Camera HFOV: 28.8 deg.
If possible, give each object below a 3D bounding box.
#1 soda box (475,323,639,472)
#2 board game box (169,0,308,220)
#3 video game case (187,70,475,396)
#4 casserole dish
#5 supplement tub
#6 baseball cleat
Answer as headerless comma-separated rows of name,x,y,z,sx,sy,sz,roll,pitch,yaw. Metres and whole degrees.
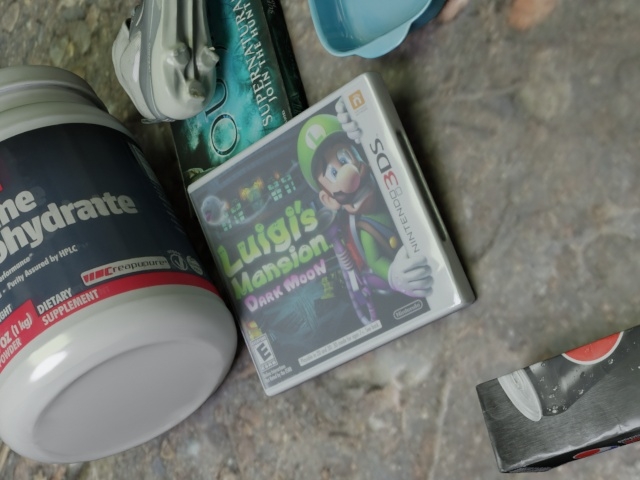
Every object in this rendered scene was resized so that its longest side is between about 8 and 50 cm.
soda box,0.176,0.086,0.722,0.169,0.053,0.060,-27,68,36
board game box,-0.073,-0.124,0.982,0.126,0.026,0.186,-29,67,36
video game case,0.000,0.000,0.887,0.190,0.022,0.173,-29,77,36
casserole dish,0.037,-0.216,0.888,0.114,0.037,0.188,-24,71,37
supplement tub,-0.199,0.016,0.969,0.191,0.191,0.272,-48,57,27
baseball cleat,-0.124,-0.194,0.970,0.109,0.072,0.206,-5,78,48
